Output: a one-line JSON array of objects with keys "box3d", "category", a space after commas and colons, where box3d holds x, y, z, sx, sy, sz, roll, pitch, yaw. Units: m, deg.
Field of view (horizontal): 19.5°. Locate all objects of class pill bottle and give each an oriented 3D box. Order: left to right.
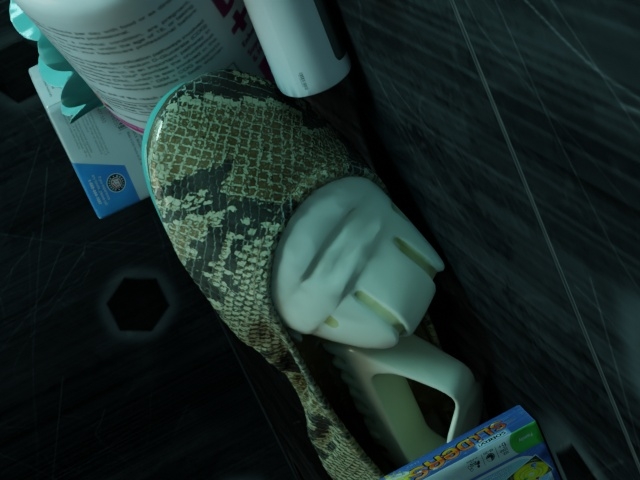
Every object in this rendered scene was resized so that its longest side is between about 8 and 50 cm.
[{"box3d": [-0.134, -0.195, 1.296, 0.160, 0.160, 0.283, 59, -177, 28], "category": "pill bottle"}]

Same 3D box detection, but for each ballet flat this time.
[{"box3d": [0.034, 0.061, 1.393, 0.182, 0.164, 0.483, 29, 158, 37], "category": "ballet flat"}]

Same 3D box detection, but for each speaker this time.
[{"box3d": [-0.026, -0.166, 1.252, 0.055, 0.055, 0.136, 51, 166, 58], "category": "speaker"}]

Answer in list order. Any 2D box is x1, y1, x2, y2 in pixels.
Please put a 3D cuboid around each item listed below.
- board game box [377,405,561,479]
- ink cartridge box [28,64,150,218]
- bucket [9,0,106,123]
[{"box3d": [0.082, 0.222, 1.312, 0.136, 0.201, 0.035, 65, 172, -20], "category": "board game box"}, {"box3d": [-0.150, -0.127, 1.714, 0.082, 0.190, 0.140, 56, 170, 48], "category": "ink cartridge box"}, {"box3d": [-0.190, -0.258, 1.555, 0.281, 0.183, 0.281, 61, 173, 13], "category": "bucket"}]
